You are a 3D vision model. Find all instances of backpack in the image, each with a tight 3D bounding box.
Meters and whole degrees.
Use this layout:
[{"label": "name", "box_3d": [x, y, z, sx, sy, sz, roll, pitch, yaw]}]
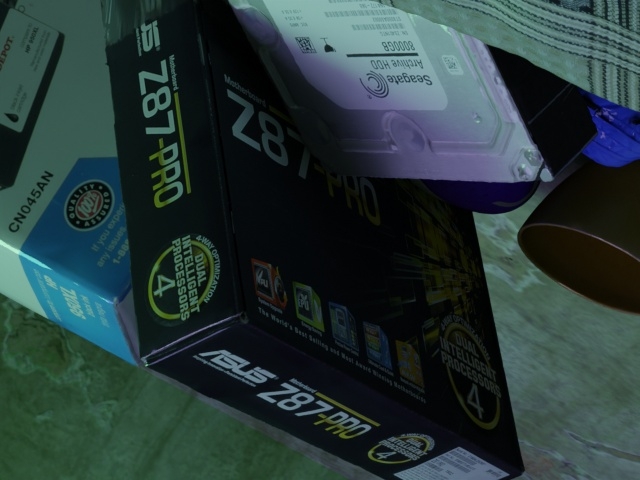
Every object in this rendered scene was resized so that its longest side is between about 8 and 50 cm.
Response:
[{"label": "backpack", "box_3d": [0.197, -0.109, 1.305, 0.120, 0.098, 0.101, 36, 157, -20]}]

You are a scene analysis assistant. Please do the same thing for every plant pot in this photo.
[{"label": "plant pot", "box_3d": [0.236, -0.015, 1.506, 0.134, 0.095, 0.134, 27, 163, 9]}]

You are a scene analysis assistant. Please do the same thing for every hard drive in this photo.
[{"label": "hard drive", "box_3d": [0.017, -0.189, 1.237, 0.237, 0.064, 0.339, 6, 133, 50]}]

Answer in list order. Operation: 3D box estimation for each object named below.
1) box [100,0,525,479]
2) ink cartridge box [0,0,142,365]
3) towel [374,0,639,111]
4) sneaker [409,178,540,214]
[{"label": "box", "box_3d": [0.000, 0.000, 1.443, 0.097, 0.318, 0.395, -26, 145, 25]}, {"label": "ink cartridge box", "box_3d": [-0.256, -0.120, 1.628, 0.395, 0.285, 0.166, 27, 162, 13]}, {"label": "towel", "box_3d": [0.140, -0.142, 0.975, 0.324, 0.056, 0.312, 25, 163, 14]}, {"label": "sneaker", "box_3d": [0.118, -0.091, 1.418, 0.146, 0.102, 0.293, 32, 169, 40]}]
